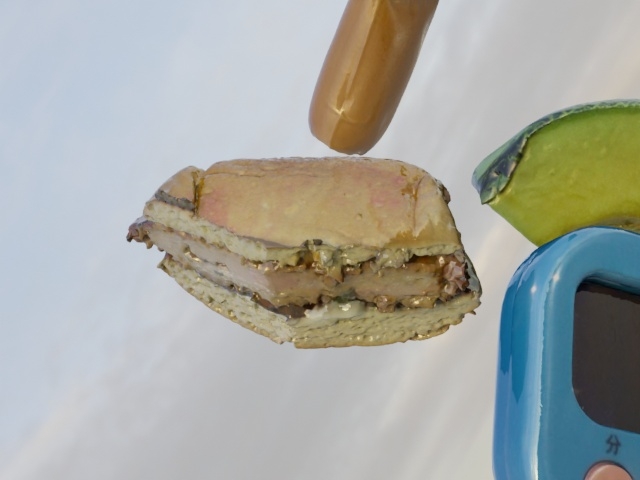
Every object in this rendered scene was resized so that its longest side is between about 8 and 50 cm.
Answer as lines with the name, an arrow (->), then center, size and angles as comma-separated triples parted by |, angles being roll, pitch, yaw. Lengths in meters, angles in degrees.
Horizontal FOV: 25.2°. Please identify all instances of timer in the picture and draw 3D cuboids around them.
timer -> 0.306, 0.158, 1.286 | 0.115, 0.340, 0.309 | -30, 49, 59

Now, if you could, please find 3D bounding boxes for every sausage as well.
sausage -> 0.086, -0.286, 1.920 | 0.134, 0.116, 0.354 | -2, -56, -43

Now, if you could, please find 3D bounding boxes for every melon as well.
melon -> 0.339, -0.027, 1.520 | 0.226, 0.343, 0.331 | -58, 15, -27

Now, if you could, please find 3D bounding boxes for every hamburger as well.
hamburger -> 0.000, 0.000, 1.296 | 0.245, 0.282, 0.155 | -35, -37, -28
